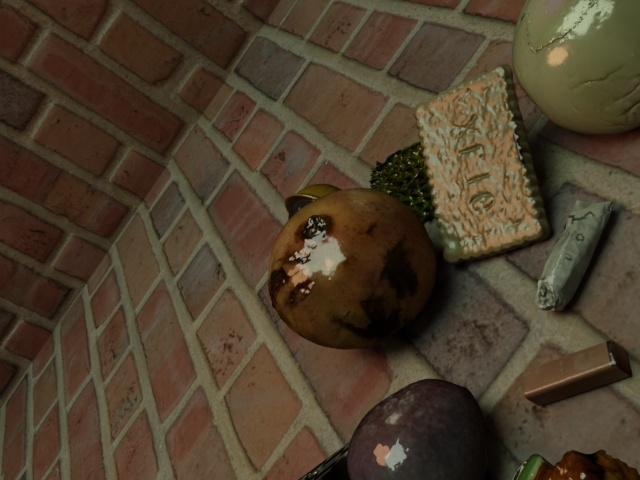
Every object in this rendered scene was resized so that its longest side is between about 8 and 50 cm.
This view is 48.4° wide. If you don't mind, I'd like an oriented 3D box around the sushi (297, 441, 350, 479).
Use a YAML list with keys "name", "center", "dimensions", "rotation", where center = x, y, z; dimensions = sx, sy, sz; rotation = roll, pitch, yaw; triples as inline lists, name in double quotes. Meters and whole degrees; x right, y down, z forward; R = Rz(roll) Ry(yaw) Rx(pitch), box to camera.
- name: "sushi"
  center: [-0.041, 0.455, 1.202]
  dimensions: [0.264, 0.050, 0.290]
  rotation: [-45, -11, 30]

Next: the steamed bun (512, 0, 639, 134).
- name: "steamed bun"
  center: [0.458, -0.346, 1.171]
  dimensions: [0.312, 0.233, 0.333]
  rotation: [-49, 30, 13]

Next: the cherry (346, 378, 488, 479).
- name: "cherry"
  center: [0.143, 0.325, 1.064]
  dimensions: [0.213, 0.183, 0.266]
  rotation: [11, 56, 50]

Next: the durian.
- name: "durian"
  center: [0.232, -0.141, 1.474]
  dimensions: [0.352, 0.158, 0.169]
  rotation: [-27, 7, 42]

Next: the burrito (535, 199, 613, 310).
- name: "burrito"
  center: [0.390, 0.019, 1.104]
  dimensions: [0.064, 0.064, 0.203]
  rotation: [13, 72, 59]

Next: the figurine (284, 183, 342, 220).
- name: "figurine"
  center: [0.004, 0.000, 1.598]
  dimensions: [0.192, 0.167, 0.256]
  rotation: [-6, 80, 45]

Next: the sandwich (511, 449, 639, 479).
- name: "sandwich"
  center: [0.308, 0.355, 0.810]
  dimensions: [0.301, 0.162, 0.250]
  rotation: [112, -176, -55]

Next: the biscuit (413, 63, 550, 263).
- name: "biscuit"
  center: [0.284, -0.132, 1.280]
  dimensions: [0.217, 0.044, 0.324]
  rotation: [-21, 74, 42]

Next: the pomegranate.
- name: "pomegranate"
  center: [0.055, 0.053, 1.349]
  dimensions: [0.322, 0.322, 0.322]
  rotation: [-37, 36, 32]

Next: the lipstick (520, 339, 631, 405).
- name: "lipstick"
  center: [0.358, 0.188, 1.006]
  dimensions: [0.145, 0.045, 0.045]
  rotation: [-32, 41, 36]
